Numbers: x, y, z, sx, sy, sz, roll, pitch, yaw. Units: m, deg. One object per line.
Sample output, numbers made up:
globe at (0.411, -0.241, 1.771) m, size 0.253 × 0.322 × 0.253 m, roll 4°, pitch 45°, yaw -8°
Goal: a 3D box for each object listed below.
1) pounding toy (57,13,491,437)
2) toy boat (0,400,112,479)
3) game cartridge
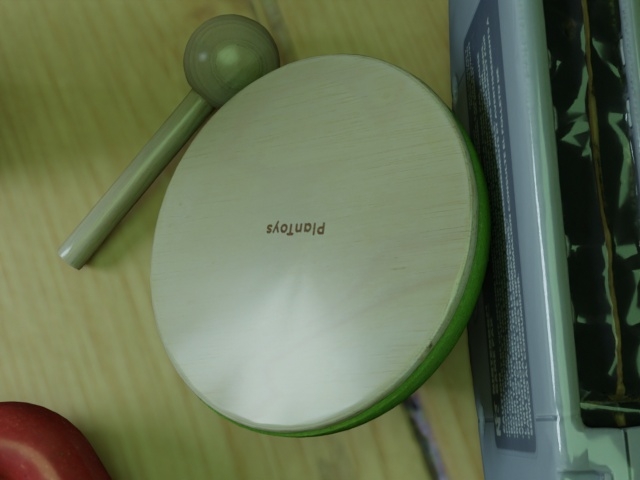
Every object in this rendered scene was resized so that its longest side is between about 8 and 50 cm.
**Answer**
pounding toy at (0.000, 0.000, 0.557) m, size 0.237 × 0.110 × 0.183 m, roll 34°, pitch 95°, yaw 37°
toy boat at (-0.147, 0.189, 0.492) m, size 0.151 × 0.151 × 0.231 m, roll -34°, pitch 80°, yaw -2°
game cartridge at (0.101, -0.008, 0.488) m, size 0.062 × 0.198 × 0.297 m, roll -4°, pitch 81°, yaw 3°
